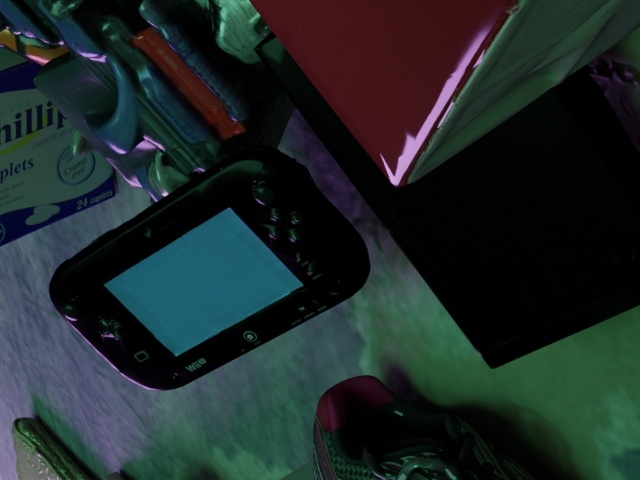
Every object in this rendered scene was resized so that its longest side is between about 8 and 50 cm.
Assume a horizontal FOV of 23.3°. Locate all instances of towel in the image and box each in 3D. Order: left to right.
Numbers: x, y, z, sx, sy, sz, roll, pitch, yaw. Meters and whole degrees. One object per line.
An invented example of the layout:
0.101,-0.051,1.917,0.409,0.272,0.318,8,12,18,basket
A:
-0.248,0.244,1.493,0.148,0.027,0.110,37,140,32,towel

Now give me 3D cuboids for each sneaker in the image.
0.090,0.170,0.895,0.299,0.121,0.112,17,124,48,sneaker

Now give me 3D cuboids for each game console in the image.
0.000,0.000,0.836,0.361,0.044,0.213,-29,103,36,game console

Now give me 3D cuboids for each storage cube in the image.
0.061,-0.167,0.599,0.193,0.184,0.215,53,162,9,storage cube

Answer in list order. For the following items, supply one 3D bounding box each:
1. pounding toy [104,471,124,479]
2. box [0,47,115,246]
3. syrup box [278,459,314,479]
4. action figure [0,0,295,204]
-0.186,0.284,1.271,0.269,0.155,0.154,26,140,63,pounding toy
-0.229,-0.079,1.149,0.072,0.126,0.137,29,135,42,box
-0.015,0.276,1.133,0.093,0.096,0.236,43,144,30,syrup box
-0.132,-0.155,0.928,0.330,0.178,0.341,5,141,47,action figure
